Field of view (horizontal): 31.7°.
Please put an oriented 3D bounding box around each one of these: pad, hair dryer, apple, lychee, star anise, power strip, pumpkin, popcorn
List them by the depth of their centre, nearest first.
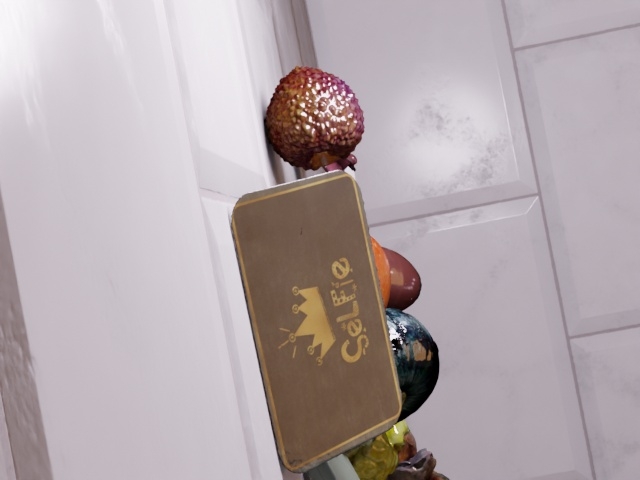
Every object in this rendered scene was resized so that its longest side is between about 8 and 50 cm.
[{"bbox_3d":[0.044,0.094,1.510,0.315,0.063,0.375,-19,100,-44],"label":"pad"},{"bbox_3d":[0.042,0.388,1.613,0.215,0.061,0.145,58,16,23],"label":"power strip"},{"bbox_3d":[0.012,0.066,1.650,0.181,0.181,0.168,75,26,-44],"label":"apple"},{"bbox_3d":[0.090,0.224,1.914,0.163,0.233,0.233,50,-14,35],"label":"pumpkin"},{"bbox_3d":[-0.012,-0.222,1.993,0.188,0.188,0.188,-11,90,-85],"label":"lychee"},{"bbox_3d":[0.000,0.000,2.008,0.312,0.123,0.340,16,23,-43],"label":"hair dryer"},{"bbox_3d":[0.079,0.367,2.100,0.173,0.142,0.173,15,72,-59],"label":"popcorn"},{"bbox_3d":[0.163,0.480,2.266,0.332,0.117,0.331,41,-31,33],"label":"star anise"}]

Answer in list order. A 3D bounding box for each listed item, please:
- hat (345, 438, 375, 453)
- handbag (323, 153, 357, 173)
[{"bbox_3d":[0.010,0.262,1.758,0.166,0.081,0.122,57,-11,10],"label":"hat"},{"bbox_3d":[0.004,-0.223,2.401,0.203,0.074,0.216,57,6,2],"label":"handbag"}]
